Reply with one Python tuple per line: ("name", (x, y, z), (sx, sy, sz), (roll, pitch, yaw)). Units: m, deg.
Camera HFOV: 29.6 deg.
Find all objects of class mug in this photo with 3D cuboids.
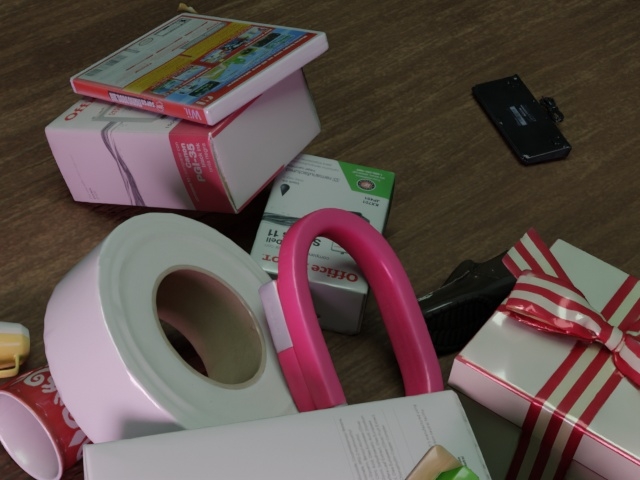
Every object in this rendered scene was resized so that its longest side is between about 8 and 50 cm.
("mug", (-0.268, 0.156, 1.313), (0.150, 0.113, 0.169), (34, 47, 23))
("mug", (-0.363, 0.126, 1.373), (0.064, 0.062, 0.078), (-1, 66, -21))

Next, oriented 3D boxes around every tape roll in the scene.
("tape roll", (-0.143, 0.114, 1.274), (0.286, 0.100, 0.286), (33, 35, -27))

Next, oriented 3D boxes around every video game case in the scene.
("video game case", (-0.156, -0.222, 1.523), (0.285, 0.025, 0.204), (17, 44, 44))

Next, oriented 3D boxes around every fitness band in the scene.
("fitness band", (0.040, 0.104, 1.332), (0.209, 0.054, 0.290), (-7, 75, -48))

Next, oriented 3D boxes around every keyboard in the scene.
("keyboard", (0.307, -0.181, 1.792), (0.108, 0.023, 0.180), (-15, 49, -13))

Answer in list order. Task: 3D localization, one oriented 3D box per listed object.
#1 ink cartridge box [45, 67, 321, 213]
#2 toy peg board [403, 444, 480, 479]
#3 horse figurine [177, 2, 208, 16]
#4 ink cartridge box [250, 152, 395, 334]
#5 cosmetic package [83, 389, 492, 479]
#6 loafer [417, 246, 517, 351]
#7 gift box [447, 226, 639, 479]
("ink cartridge box", (-0.176, -0.141, 1.544), (0.283, 0.117, 0.207), (6, 38, 34))
("toy peg board", (0.118, 0.282, 1.026), (0.161, 0.079, 0.161), (42, 71, 1))
("horse figurine", (-0.136, -0.251, 1.748), (0.174, 0.066, 0.263), (25, 27, -26))
("ink cartridge box", (0.000, 0.000, 1.509), (0.153, 0.087, 0.208), (12, 50, 3))
("cosmetic package", (-0.034, 0.280, 1.156), (0.366, 0.197, 0.155), (-5, 47, -14))
("loafer", (0.183, 0.070, 1.490), (0.220, 0.080, 0.078), (-19, 40, -31))
("gift box", (0.275, 0.154, 1.278), (0.255, 0.258, 0.276), (26, 48, 17))
